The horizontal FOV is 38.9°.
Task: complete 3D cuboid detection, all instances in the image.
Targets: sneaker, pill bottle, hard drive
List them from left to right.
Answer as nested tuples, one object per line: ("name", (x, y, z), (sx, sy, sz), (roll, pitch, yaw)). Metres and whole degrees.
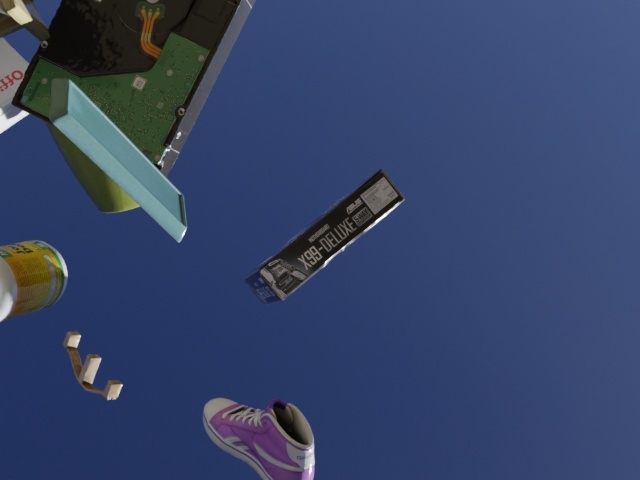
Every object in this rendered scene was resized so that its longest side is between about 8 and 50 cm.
("pill bottle", (-0.500, 0.068, 1.416), (0.117, 0.118, 0.208), (22, -167, 15))
("hard drive", (-0.245, -0.283, 1.253), (0.236, 0.339, 0.064), (26, 179, 8))
("sneaker", (-0.109, 0.332, 1.669), (0.282, 0.161, 0.102), (28, -144, 35))

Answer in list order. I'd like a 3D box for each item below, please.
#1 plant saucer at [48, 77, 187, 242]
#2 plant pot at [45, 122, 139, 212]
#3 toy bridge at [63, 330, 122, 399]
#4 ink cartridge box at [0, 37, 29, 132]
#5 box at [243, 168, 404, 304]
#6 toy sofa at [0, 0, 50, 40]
("plant saucer", (-0.188, -0.076, 0.871), (0.018, 0.192, 0.067), (-28, -137, 13))
("plant pot", (-0.493, -0.225, 2.132), (0.274, 0.294, 0.275), (-10, -160, 4))
("toy bridge", (-0.436, 0.243, 1.705), (0.026, 0.063, 0.188), (4, -155, -46))
("ink cartridge box", (-0.679, -0.304, 1.577), (0.307, 0.129, 0.223), (45, -123, -2))
("box", (0.000, 0.000, 1.769), (0.307, 0.242, 0.076), (-39, -87, -12))
("toy sofa", (-0.546, -0.278, 1.132), (0.362, 0.150, 0.177), (-25, -92, -2))
